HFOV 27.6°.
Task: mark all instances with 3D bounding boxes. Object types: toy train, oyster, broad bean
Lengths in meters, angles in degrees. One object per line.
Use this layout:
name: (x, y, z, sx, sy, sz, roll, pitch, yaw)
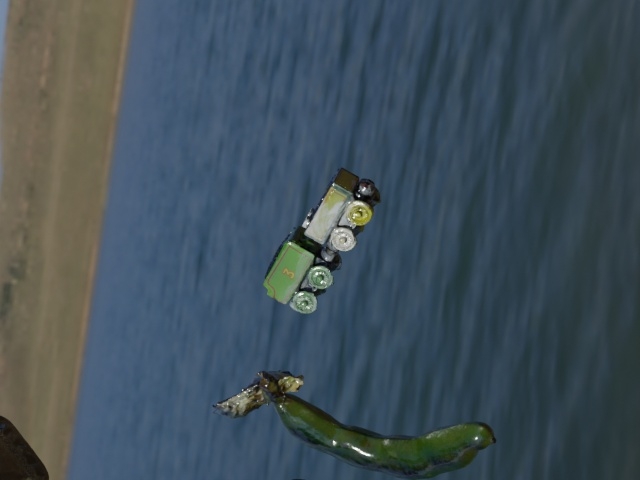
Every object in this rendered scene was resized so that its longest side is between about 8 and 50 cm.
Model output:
toy train: (0.000, 0.000, 1.580, 0.202, 0.081, 0.060, -59, 1, 29)
oyster: (-0.102, 0.243, 2.072, 0.165, 0.108, 0.053, -35, 69, 34)
broad bean: (0.064, 0.229, 1.540, 0.144, 0.292, 0.049, 83, -155, -50)

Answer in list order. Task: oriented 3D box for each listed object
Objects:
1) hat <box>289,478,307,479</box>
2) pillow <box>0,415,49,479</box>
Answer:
hat: (-0.057, 0.457, 2.110, 0.146, 0.067, 0.146, -12, 71, 40)
pillow: (-0.460, 0.312, 1.701, 0.217, 0.130, 0.033, -27, -16, -49)
